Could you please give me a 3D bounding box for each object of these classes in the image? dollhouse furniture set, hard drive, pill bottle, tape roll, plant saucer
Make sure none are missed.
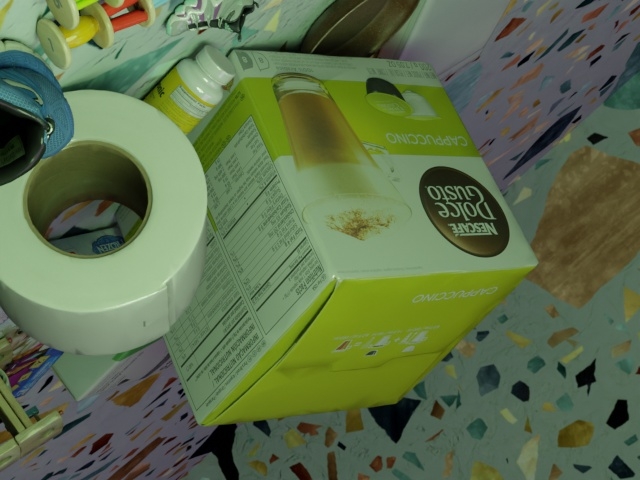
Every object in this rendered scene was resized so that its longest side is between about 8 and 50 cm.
[{"bbox_3d":[-0.412,0.233,2.020,0.129,0.129,0.184,-32,164,-21],"label":"dollhouse furniture set"},{"bbox_3d":[0.186,-0.317,2.245,0.233,0.047,0.353,-33,165,-24],"label":"hard drive"},{"bbox_3d":[-0.151,-0.165,1.812,0.116,0.065,0.065,-43,166,19],"label":"pill bottle"},{"bbox_3d":[-0.241,-0.016,1.687,0.246,0.246,0.169,-35,167,-15],"label":"tape roll"},{"bbox_3d":[0.043,-0.274,2.032,0.198,0.036,0.198,-36,166,-10],"label":"plant saucer"}]

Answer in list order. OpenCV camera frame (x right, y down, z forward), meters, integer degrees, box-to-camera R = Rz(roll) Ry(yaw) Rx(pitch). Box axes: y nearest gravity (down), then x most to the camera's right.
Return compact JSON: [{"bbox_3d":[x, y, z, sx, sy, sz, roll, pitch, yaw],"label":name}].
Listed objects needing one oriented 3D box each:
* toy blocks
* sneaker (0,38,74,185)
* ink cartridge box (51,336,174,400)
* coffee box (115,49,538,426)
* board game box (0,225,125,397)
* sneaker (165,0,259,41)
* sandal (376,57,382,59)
[{"bbox_3d":[-0.189,-0.233,1.504,0.148,0.054,0.123,-32,166,-27],"label":"toy blocks"},{"bbox_3d":[-0.305,-0.101,1.436,0.130,0.147,0.330,-41,167,11],"label":"sneaker"},{"bbox_3d":[-0.247,0.104,2.346,0.211,0.121,0.289,-44,166,25],"label":"ink cartridge box"},{"bbox_3d":[0.000,0.000,2.011,0.337,0.334,0.338,-2,146,-39],"label":"coffee box"},{"bbox_3d":[-0.420,0.122,2.060,0.319,0.066,0.318,-46,164,29],"label":"board game box"},{"bbox_3d":[-0.110,-0.232,1.687,0.098,0.069,0.038,-38,167,-2],"label":"sneaker"},{"bbox_3d":[0.049,-0.196,2.177,0.090,0.060,0.219,-32,179,-12],"label":"sandal"}]
